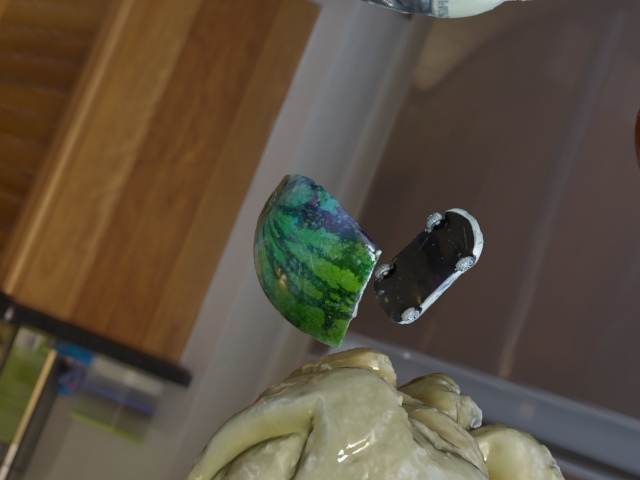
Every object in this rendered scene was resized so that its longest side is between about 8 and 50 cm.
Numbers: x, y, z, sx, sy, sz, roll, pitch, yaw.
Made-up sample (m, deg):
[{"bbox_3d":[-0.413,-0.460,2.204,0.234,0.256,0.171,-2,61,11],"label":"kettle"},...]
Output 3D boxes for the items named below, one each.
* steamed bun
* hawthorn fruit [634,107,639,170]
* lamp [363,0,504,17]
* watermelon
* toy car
[{"bbox_3d":[0.046,0.214,1.253,0.325,0.230,0.372,-10,158,30],"label":"steamed bun"},{"bbox_3d":[0.496,-0.151,1.949,0.157,0.194,0.157,0,154,0],"label":"hawthorn fruit"},{"bbox_3d":[0.118,-0.289,1.564,0.250,0.101,0.101,6,170,9],"label":"lamp"},{"bbox_3d":[-0.011,-0.001,1.777,0.231,0.128,0.146,50,150,21],"label":"watermelon"},{"bbox_3d":[0.159,0.037,2.128,0.056,0.205,0.095,9,-137,-53],"label":"toy car"}]
